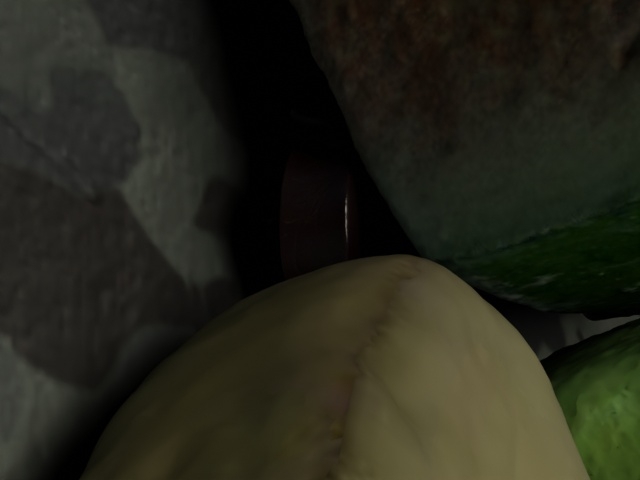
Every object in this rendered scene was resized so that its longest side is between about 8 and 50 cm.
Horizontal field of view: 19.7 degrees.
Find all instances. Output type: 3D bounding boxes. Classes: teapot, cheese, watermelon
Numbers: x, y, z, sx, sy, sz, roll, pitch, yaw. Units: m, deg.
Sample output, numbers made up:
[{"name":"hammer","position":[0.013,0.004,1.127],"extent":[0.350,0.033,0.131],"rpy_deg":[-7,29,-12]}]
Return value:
[{"name":"teapot","position":[0.000,0.000,0.683],"extent":[0.068,0.045,0.100],"rpy_deg":[-4,93,-75]},{"name":"cheese","position":[0.037,0.183,0.568],"extent":[0.351,0.129,0.328],"rpy_deg":[53,34,-28]},{"name":"watermelon","position":[0.108,-0.059,0.736],"extent":[0.302,0.151,0.264],"rpy_deg":[45,19,26]}]

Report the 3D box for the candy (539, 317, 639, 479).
[{"name":"candy","position":[0.163,0.199,0.703],"extent":[0.142,0.132,0.344],"rpy_deg":[-34,105,-89]}]
